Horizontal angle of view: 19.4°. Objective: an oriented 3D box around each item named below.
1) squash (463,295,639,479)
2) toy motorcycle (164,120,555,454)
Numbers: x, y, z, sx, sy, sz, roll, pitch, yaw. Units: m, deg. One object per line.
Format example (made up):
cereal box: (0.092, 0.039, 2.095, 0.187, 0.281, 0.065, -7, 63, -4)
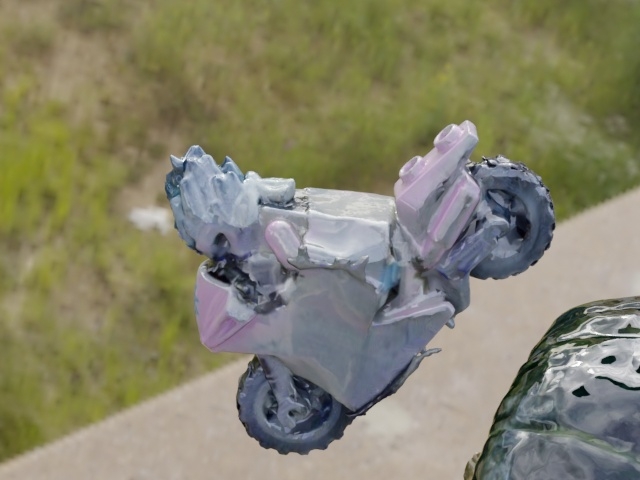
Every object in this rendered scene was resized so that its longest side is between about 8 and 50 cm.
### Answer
squash: (0.149, 0.152, 0.961, 0.165, 0.252, 0.252, 16, 33, 14)
toy motorcycle: (0.000, 0.002, 1.133, 0.204, 0.239, 0.108, 43, 0, -14)
